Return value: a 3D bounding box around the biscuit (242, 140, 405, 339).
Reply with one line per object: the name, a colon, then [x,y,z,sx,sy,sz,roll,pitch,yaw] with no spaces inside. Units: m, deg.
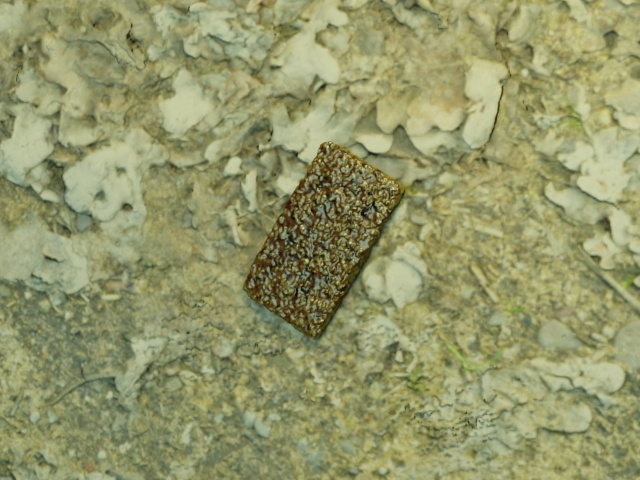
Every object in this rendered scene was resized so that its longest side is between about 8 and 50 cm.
biscuit: [0.000,0.000,1.472,0.131,0.025,0.231,32,99,19]
